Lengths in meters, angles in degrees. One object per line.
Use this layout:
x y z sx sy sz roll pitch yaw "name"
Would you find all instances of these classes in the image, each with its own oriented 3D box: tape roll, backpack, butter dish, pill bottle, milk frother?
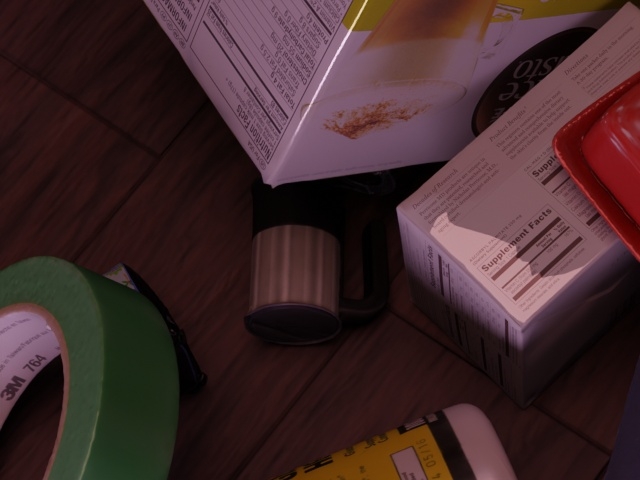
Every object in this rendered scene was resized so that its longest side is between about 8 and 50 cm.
-0.240 0.173 1.489 0.321 0.077 0.321 -30 46 38 "tape roll"
-0.164 0.083 1.607 0.084 0.105 0.114 -31 59 -7 "backpack"
0.275 -0.074 1.383 0.160 0.118 0.160 -34 72 -9 "butter dish"
0.001 0.268 1.449 0.334 0.188 0.188 -22 64 -2 "pill bottle"
0.000 0.000 1.599 0.129 0.143 0.134 1 63 1 "milk frother"

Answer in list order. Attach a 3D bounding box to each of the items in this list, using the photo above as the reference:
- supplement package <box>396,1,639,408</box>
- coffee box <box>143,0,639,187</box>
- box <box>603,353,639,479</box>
0.208 -0.025 1.544 0.262 0.204 0.145 -41 69 -11 "supplement package"
0.067 -0.287 1.541 0.338 0.334 0.338 -9 53 -38 "coffee box"
0.363 0.238 1.269 0.179 0.312 0.343 -11 32 -42 "box"
